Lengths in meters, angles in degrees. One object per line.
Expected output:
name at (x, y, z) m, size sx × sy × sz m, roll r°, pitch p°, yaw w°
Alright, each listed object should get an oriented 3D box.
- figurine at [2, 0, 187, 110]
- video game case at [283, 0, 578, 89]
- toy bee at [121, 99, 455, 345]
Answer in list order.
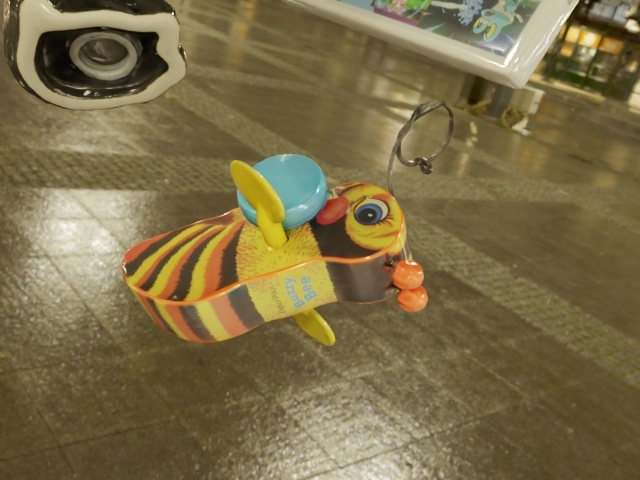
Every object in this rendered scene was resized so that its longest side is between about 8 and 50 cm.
figurine at (-0.139, -0.216, 0.363) m, size 0.092 × 0.215 × 0.209 m, roll -11°, pitch 56°, yaw -13°
video game case at (0.083, -0.198, 0.404) m, size 0.201 × 0.183 × 0.023 m, roll 35°, pitch 4°, yaw 39°
toy bee at (0.000, 0.000, 0.528) m, size 0.195 × 0.298 × 0.162 m, roll 41°, pitch 11°, yaw -44°
